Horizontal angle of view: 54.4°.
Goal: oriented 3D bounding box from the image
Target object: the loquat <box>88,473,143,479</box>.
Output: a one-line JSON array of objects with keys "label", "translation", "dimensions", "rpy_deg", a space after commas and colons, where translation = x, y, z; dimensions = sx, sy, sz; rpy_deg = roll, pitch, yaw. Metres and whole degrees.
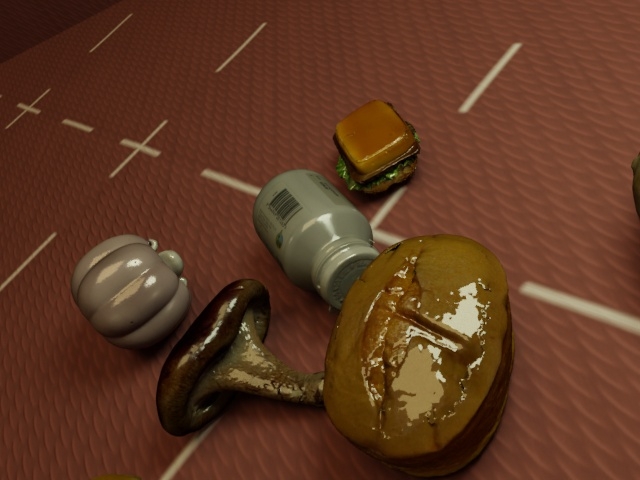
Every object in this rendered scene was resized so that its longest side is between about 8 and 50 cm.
[{"label": "loquat", "translation": [-0.236, 0.336, 0.706], "dimensions": [0.141, 0.141, 0.141], "rpy_deg": [-17, 44, 18]}]

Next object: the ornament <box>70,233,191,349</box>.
[{"label": "ornament", "translation": [-0.280, 0.074, 0.950], "dimensions": [0.177, 0.177, 0.177], "rpy_deg": [-17, 44, 18]}]

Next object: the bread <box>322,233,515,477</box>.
[{"label": "bread", "translation": [0.112, 0.118, 0.684], "dimensions": [0.195, 0.142, 0.269], "rpy_deg": [2, 51, 34]}]

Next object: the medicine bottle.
[{"label": "medicine bottle", "translation": [0.000, 0.000, 0.866], "dimensions": [0.135, 0.135, 0.215], "rpy_deg": [-37, 42, -3]}]

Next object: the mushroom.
[{"label": "mushroom", "translation": [-0.077, 0.172, 0.782], "dimensions": [0.217, 0.148, 0.227], "rpy_deg": [23, 70, 26]}]

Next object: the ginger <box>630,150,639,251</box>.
[{"label": "ginger", "translation": [0.476, -0.065, 0.611], "dimensions": [0.304, 0.155, 0.244], "rpy_deg": [-8, 46, 28]}]

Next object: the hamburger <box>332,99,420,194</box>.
[{"label": "hamburger", "translation": [0.086, -0.143, 0.981], "dimensions": [0.137, 0.087, 0.166], "rpy_deg": [-28, 41, 8]}]
